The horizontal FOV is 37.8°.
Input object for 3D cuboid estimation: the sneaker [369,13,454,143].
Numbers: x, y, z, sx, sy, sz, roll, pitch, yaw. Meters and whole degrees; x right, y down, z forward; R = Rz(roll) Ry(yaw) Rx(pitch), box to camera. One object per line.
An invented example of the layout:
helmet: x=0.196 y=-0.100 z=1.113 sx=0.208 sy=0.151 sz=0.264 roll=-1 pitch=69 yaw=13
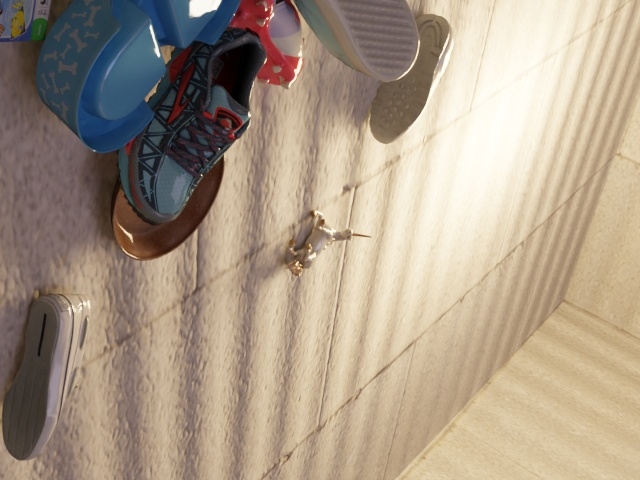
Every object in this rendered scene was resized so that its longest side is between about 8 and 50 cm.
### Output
sneaker: x=0.165 y=-0.268 z=1.604 sx=0.235 sy=0.090 sz=0.095 roll=-61 pitch=163 yaw=6

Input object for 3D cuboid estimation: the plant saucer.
plant saucer: x=-0.203 y=-0.069 z=1.208 sx=0.198 sy=0.036 sz=0.198 roll=-41 pitch=147 yaw=-33

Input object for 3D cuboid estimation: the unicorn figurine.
unicorn figurine: x=0.000 y=0.000 z=1.625 sx=0.162 sy=0.060 sz=0.111 roll=-38 pitch=151 yaw=-6

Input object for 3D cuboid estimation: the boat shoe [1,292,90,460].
boat shoe: x=-0.333 y=0.172 z=1.173 sx=0.076 sy=0.083 sz=0.226 roll=-8 pitch=123 yaw=-57

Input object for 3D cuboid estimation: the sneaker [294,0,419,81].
sneaker: x=-0.008 y=-0.360 z=1.172 sx=0.135 sy=0.150 sz=0.366 roll=-39 pitch=126 yaw=-19

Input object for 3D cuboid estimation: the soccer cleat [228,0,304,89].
soccer cleat: x=-0.073 y=-0.293 z=1.176 sx=0.248 sy=0.083 sz=0.095 roll=65 pitch=37 yaw=-57

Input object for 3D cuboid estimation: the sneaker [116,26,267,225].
sneaker: x=-0.144 y=-0.141 z=1.083 sx=0.104 sy=0.125 sz=0.261 roll=30 pitch=75 yaw=-41

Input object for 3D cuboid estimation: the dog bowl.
dog bowl: x=-0.186 y=-0.232 z=0.990 sx=0.297 sy=0.074 sz=0.166 roll=-54 pitch=165 yaw=-18

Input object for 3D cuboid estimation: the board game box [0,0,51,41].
board game box: x=-0.294 y=-0.277 z=0.832 sx=0.136 sy=0.035 sz=0.201 roll=-20 pitch=134 yaw=-52
